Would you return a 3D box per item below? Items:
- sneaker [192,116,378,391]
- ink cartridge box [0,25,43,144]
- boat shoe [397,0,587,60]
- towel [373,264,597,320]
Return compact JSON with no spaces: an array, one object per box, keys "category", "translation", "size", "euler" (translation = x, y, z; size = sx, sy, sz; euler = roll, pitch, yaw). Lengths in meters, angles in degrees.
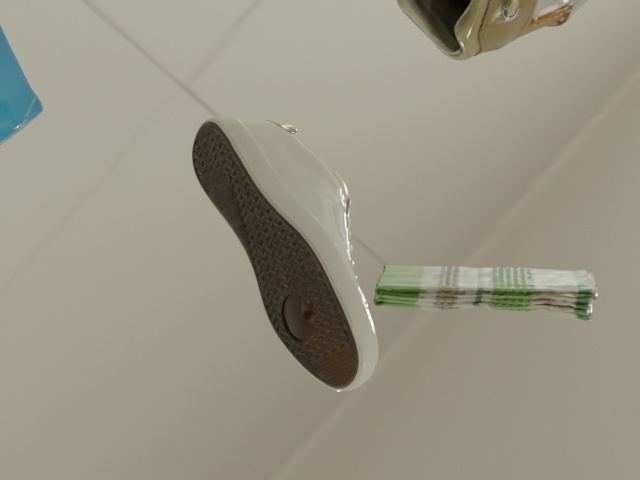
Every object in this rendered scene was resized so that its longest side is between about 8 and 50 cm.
[{"category":"sneaker","translation":[0.000,0.000,1.659],"size":[0.106,0.123,0.290],"euler":[-53,-125,42]},{"category":"ink cartridge box","translation":[-0.275,-0.065,0.748],"size":[0.171,0.168,0.233],"euler":[15,-133,45]},{"category":"boat shoe","translation":[0.055,-0.193,0.730],"size":[0.103,0.302,0.113],"euler":[-43,-133,-16]},{"category":"towel","translation":[0.116,0.036,1.302],"size":[0.152,0.113,0.023],"euler":[1,-84,6]}]
